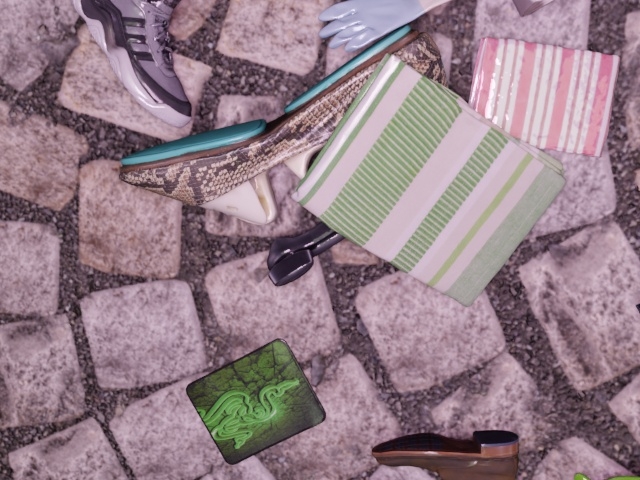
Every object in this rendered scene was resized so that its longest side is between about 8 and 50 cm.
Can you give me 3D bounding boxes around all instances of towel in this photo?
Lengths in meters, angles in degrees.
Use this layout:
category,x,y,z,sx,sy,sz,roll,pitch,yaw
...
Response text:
category,x,y,z,sx,sy,sz,roll,pitch,yaw
towel,0.153,-0.073,1.044,0.325,0.038,0.248,29,106,-23
towel,0.309,-0.200,1.071,0.197,0.029,0.144,9,100,4

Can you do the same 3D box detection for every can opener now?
category,x,y,z,sx,sy,sz,roll,pitch,yaw
can opener,0.000,0.000,1.134,0.186,0.059,0.073,-33,66,2

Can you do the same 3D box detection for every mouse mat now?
category,x,y,z,sx,sy,sz,roll,pitch,yaw
mouse mat,-0.103,0.257,1.211,0.190,0.007,0.152,-28,94,12

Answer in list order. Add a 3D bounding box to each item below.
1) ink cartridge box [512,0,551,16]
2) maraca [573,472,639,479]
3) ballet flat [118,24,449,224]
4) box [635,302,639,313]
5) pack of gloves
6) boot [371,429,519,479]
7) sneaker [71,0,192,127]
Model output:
category,x,y,z,sx,sy,sz,roll,pitch,yaw
ink cartridge box,0.294,-0.519,0.953,0.279,0.160,0.384,-28,94,12
maraca,0.442,0.402,1.113,0.186,0.099,0.127,2,94,34
ballet flat,-0.042,-0.125,1.074,0.483,0.164,0.182,-23,104,7
box,0.590,0.114,1.069,0.233,0.044,0.159,-28,94,11
pack of gloves,0.082,-0.360,1.047,0.232,0.046,0.195,-26,67,2
boot,0.189,0.349,1.145,0.219,0.082,0.106,-4,96,7
sneaker,-0.234,-0.303,1.092,0.153,0.101,0.268,-34,90,14
